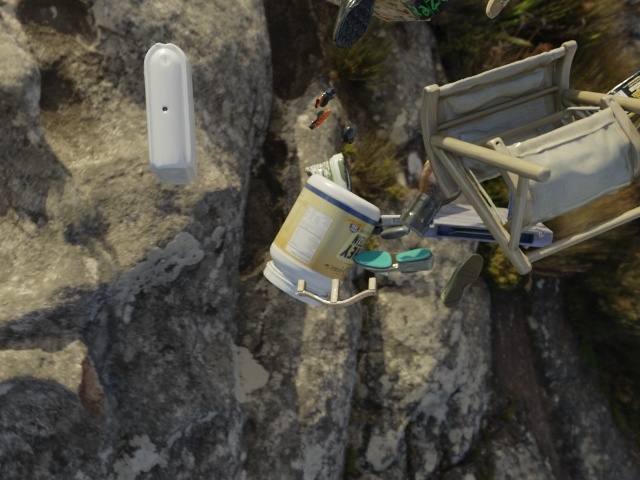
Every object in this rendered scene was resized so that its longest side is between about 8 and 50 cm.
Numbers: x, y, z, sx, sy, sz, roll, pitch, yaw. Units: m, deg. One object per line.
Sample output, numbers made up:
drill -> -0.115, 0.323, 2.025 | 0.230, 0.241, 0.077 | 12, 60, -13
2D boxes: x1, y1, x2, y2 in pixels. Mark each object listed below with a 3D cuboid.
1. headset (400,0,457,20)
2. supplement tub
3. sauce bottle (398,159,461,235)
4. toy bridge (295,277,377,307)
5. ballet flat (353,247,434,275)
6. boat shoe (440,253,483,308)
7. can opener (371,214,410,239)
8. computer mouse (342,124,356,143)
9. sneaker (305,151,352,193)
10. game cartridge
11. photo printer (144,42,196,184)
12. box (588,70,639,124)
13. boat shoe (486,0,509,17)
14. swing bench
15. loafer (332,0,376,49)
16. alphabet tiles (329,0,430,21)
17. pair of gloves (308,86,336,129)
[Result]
headset -> 0.255, -0.557, 0.916 | 0.185, 0.243, 0.394 | 39, 70, -20
supplement tub -> 0.000, 0.000, 1.507 | 0.228, 0.228, 0.316 | 26, 98, -31
sauce bottle -> 0.302, -0.172, 1.254 | 0.111, 0.111, 0.344 | 35, 90, -27
toy bridge -> 0.034, 0.119, 1.227 | 0.026, 0.188, 0.063 | 67, 24, -55
ballet flat -> 0.196, 0.065, 1.441 | 0.072, 0.213, 0.068 | -87, 170, -50
boat shoe -> 0.346, 0.095, 1.341 | 0.056, 0.048, 0.153 | 20, 107, -16
can opener -> 0.194, -0.048, 1.968 | 0.095, 0.283, 0.076 | -32, 117, -51
computer mouse -> 0.120, -0.399, 2.079 | 0.041, 0.242, 0.071 | 14, 97, 7
sneaker -> 0.025, -0.106, 1.929 | 0.158, 0.182, 0.410 | 50, 35, -66
game cartridge -> 0.436, -0.047, 1.528 | 0.355, 0.230, 0.068 | 5, 104, 0
photo printer -> -0.361, -0.305, 1.319 | 0.107, 0.256, 0.307 | -4, 87, -11
box -> 0.738, -0.307, 1.293 | 0.257, 0.322, 0.079 | -38, 73, 5
boat shoe -> 0.579, -0.773, 1.721 | 0.050, 0.045, 0.135 | 30, 99, -13
swing bench -> 0.309, -0.128, 0.744 | 0.253, 0.254, 0.165 | -20, 133, -12
loafer -> 0.084, -0.552, 1.273 | 0.076, 0.078, 0.223 | 25, 89, -37
alphabet tiles -> 0.136, -0.657, 1.488 | 0.342, 0.285, 0.011 | 2, 105, -44
pair of gloves -> 0.003, -0.257, 1.052 | 0.010, 0.083, 0.074 | 32, 47, 12
